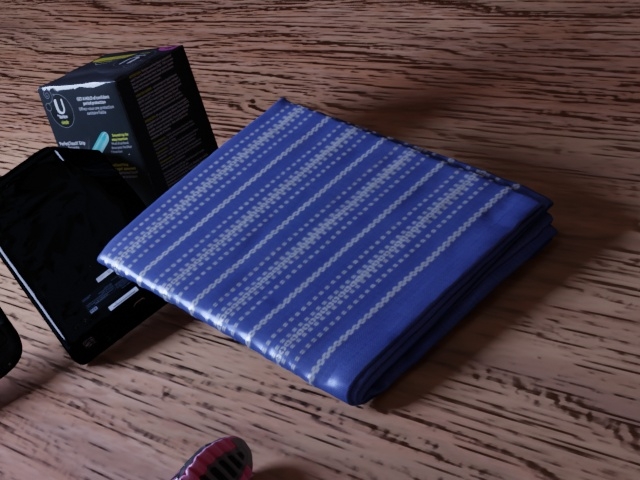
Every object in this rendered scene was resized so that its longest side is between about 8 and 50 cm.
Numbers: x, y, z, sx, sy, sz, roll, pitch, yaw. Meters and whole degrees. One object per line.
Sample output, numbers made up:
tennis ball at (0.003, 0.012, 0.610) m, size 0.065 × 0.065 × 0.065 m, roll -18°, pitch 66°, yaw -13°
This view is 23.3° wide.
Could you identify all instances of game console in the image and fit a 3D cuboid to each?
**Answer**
game console at (-0.312, 0.067, 1.413) m, size 0.361 × 0.044 × 0.213 m, roll -36°, pitch 55°, yaw -8°

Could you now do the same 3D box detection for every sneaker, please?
sneaker at (-0.099, 0.182, 1.104) m, size 0.119 × 0.047 × 0.057 m, roll -42°, pitch 19°, yaw -32°

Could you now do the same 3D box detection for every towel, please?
towel at (0.000, 0.000, 1.280) m, size 0.243 × 0.040 × 0.336 m, roll -41°, pitch 42°, yaw -23°

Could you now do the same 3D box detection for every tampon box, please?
tampon box at (-0.182, -0.099, 1.533) m, size 0.120 × 0.161 × 0.101 m, roll 1°, pitch 26°, yaw 41°
